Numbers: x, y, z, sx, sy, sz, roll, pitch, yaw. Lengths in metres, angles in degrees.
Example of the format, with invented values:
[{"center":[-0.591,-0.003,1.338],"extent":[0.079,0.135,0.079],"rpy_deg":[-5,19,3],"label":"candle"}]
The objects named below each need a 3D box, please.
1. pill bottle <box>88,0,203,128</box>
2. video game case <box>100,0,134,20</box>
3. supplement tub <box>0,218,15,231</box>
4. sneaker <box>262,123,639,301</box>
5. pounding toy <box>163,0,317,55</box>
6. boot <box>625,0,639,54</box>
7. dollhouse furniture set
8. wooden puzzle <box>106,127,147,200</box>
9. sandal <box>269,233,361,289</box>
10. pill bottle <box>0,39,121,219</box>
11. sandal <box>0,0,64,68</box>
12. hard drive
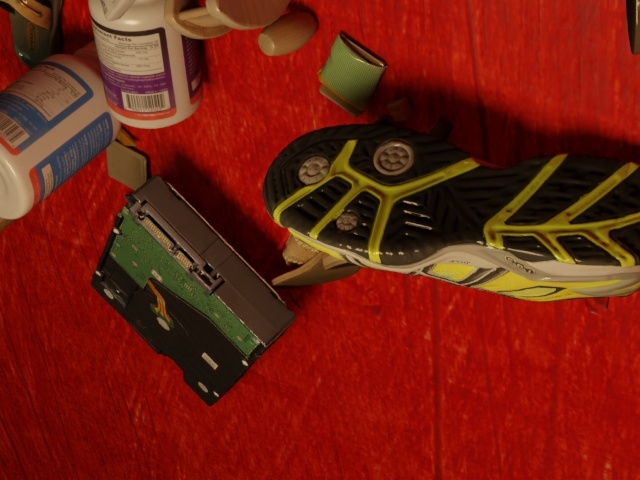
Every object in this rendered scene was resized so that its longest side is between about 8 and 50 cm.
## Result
[{"center":[-0.185,-0.224,1.503],"extent":[0.108,0.108,0.193],"rpy_deg":[24,139,27],"label":"pill bottle"},{"center":[-0.197,-0.296,1.342],"extent":[0.157,0.019,0.143],"rpy_deg":[-21,86,67],"label":"video game case"},{"center":[-0.467,-0.062,1.860],"extent":[0.144,0.199,0.144],"rpy_deg":[26,139,24],"label":"supplement tub"},{"center":[0.128,-0.006,1.327],"extent":[0.384,0.145,0.147],"rpy_deg":[12,155,18],"label":"sneaker"},{"center":[-0.112,-0.273,1.343],"extent":[0.155,0.154,0.269],"rpy_deg":[-3,123,46],"label":"pounding toy"},{"center":[0.280,-0.281,1.027],"extent":[0.115,0.112,0.305],"rpy_deg":[-2,125,9],"label":"boot"},{"center":[0.051,-0.128,1.407],"extent":[0.151,0.058,0.076],"rpy_deg":[37,143,11],"label":"dollhouse furniture set"},{"center":[-0.238,-0.093,1.765],"extent":[0.078,0.014,0.116],"rpy_deg":[37,144,18],"label":"wooden puzzle"},{"center":[0.006,0.000,1.576],"extent":[0.240,0.088,0.079],"rpy_deg":[156,107,-67],"label":"sandal"},{"center":[-0.303,-0.133,1.610],"extent":[0.124,0.221,0.124],"rpy_deg":[26,140,25],"label":"pill bottle"},{"center":[-0.345,-0.275,1.650],"extent":[0.090,0.060,0.219],"rpy_deg":[32,143,17],"label":"sandal"},{"center":[-0.165,0.071,1.757],"extent":[0.237,0.064,0.339],"rpy_deg":[45,157,3],"label":"hard drive"}]
